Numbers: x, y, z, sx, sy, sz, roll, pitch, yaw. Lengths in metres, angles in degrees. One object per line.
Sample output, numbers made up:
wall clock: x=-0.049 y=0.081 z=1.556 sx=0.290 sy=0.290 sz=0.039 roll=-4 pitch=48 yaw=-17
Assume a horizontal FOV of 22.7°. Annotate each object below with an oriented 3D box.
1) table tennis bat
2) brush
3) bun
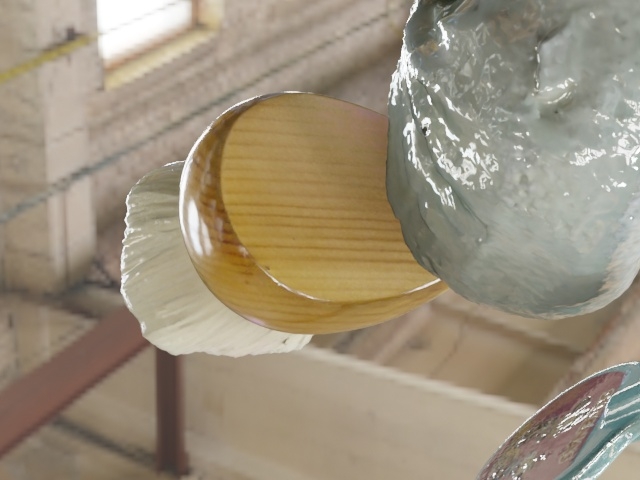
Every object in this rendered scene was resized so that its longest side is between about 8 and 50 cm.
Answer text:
table tennis bat: x=0.181 y=0.120 z=1.017 sx=0.244 sy=0.040 sz=0.153 roll=-35 pitch=-170 yaw=49
brush: x=0.000 y=0.000 z=1.182 sx=0.266 sy=0.174 sz=0.166 roll=5 pitch=157 yaw=-27
bun: x=0.151 y=-0.129 z=1.032 sx=0.194 sy=0.354 sz=0.354 roll=16 pitch=-154 yaw=4
